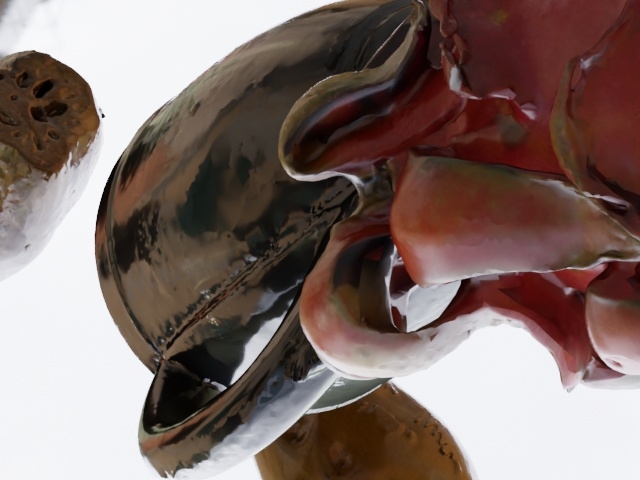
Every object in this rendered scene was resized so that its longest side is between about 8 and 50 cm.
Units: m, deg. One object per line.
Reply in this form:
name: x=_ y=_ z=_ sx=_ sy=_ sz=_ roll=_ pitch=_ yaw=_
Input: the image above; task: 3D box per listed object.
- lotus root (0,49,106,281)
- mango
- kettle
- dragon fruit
lotus root: x=-0.293 y=-0.062 z=1.576 sx=0.291 sy=0.193 sz=0.193 roll=-36 pitch=-166 yaw=51
mango: x=0.023 y=0.152 z=1.378 sx=0.156 sy=0.248 sz=0.151 roll=-33 pitch=169 yaw=32
kettle: x=0.000 y=0.000 z=1.080 sx=0.228 sy=0.324 sz=0.321 roll=38 pitch=-117 yaw=-10
dragon fruit: x=0.134 y=-0.055 z=0.728 sx=0.307 sy=0.227 sz=0.243 roll=-40 pitch=-160 yaw=-20
